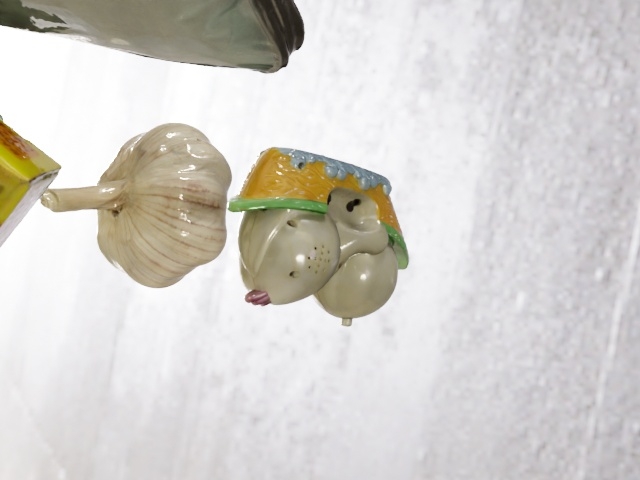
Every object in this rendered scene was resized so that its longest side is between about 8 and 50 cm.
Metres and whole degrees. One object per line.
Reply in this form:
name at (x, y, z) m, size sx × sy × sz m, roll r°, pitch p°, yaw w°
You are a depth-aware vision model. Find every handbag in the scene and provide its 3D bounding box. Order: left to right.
handbag at (-0.182, -0.203, 1.167) m, size 0.191 × 0.332 × 0.075 m, roll 58°, pitch -133°, yaw -62°

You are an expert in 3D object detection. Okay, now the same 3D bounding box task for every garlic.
garlic at (-0.226, -0.047, 1.776) m, size 0.199 × 0.226 × 0.199 m, roll -11°, pitch 75°, yaw 50°

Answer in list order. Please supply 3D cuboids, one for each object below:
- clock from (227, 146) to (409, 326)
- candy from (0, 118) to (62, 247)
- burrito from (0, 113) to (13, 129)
clock at (0.000, 0.000, 1.411) m, size 0.103 × 0.231 × 0.144 m, roll 6°, pitch 84°, yaw 46°
candy at (-0.318, 0.015, 1.058) m, size 0.276 × 0.146 × 0.088 m, roll -49°, pitch 3°, yaw 10°
burrito at (-0.379, -0.013, 1.495) m, size 0.288 × 0.104 × 0.054 m, roll -55°, pitch 24°, yaw -5°
